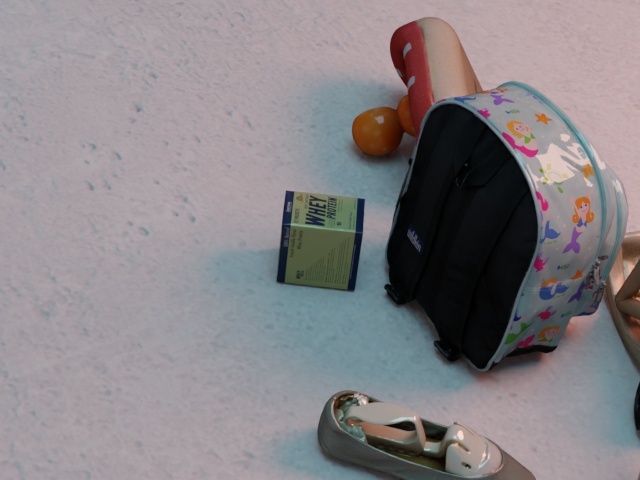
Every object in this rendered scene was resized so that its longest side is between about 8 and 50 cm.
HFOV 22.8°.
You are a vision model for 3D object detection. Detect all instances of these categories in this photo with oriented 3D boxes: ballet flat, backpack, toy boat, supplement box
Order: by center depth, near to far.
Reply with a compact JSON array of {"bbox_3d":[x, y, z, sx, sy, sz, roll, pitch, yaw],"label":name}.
[{"bbox_3d":[0.100,0.192,1.467,0.213,0.068,0.072,15,43,7],"label":"ballet flat"},{"bbox_3d":[0.187,-0.026,1.579,0.191,0.253,0.225,-18,48,-25],"label":"backpack"},{"bbox_3d":[0.000,0.000,1.647,0.083,0.083,0.056,6,41,-1],"label":"supplement box"},{"bbox_3d":[0.107,-0.143,1.801,0.151,0.151,0.231,-19,41,14],"label":"toy boat"}]

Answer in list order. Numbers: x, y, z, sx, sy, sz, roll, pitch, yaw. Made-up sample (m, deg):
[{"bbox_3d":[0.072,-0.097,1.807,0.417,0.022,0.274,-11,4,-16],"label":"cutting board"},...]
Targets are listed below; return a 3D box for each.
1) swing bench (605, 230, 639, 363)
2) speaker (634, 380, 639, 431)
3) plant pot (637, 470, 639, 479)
[{"bbox_3d":[0.447,0.040,1.588,0.253,0.255,0.165,-3,80,-11],"label":"swing bench"},{"bbox_3d":[0.376,0.167,1.547,0.136,0.055,0.055,8,43,-1],"label":"speaker"},{"bbox_3d":[0.418,0.227,1.356,0.243,0.275,0.275,22,43,31],"label":"plant pot"}]
